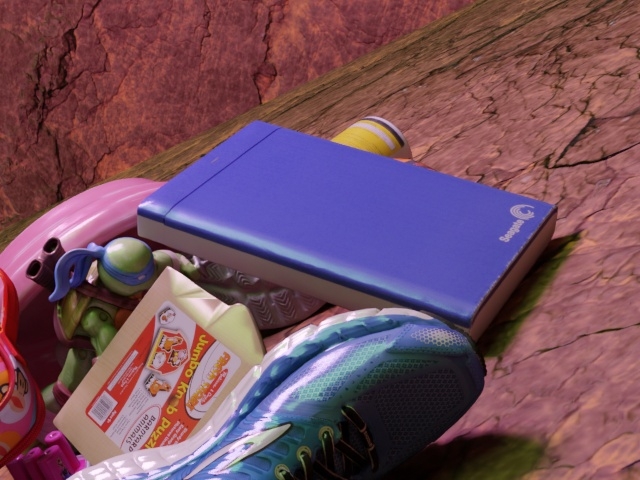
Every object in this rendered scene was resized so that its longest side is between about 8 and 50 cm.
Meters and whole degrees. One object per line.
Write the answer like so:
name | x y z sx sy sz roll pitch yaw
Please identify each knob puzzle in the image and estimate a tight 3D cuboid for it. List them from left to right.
knob puzzle | -0.112 0.138 0.969 0.213 0.030 0.213 -12 62 24

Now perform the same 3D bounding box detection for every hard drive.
hard drive | 0.027 -0.018 1.048 0.318 0.040 0.210 18 35 23

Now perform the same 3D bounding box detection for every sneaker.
sneaker | -0.028 0.167 0.738 0.330 0.130 0.147 -33 28 -6
sneaker | 0.000 0.000 1.288 0.321 0.125 0.180 -15 11 8

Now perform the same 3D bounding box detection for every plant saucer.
plant saucer | -0.254 0.046 1.300 0.332 0.084 0.332 -36 -20 -15

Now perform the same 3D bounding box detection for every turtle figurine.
turtle figurine | -0.166 0.109 1.142 0.274 0.198 0.266 1 -31 -35

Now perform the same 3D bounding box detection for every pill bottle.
pill bottle | 0.028 -0.077 1.498 0.184 0.103 0.103 -37 16 -35

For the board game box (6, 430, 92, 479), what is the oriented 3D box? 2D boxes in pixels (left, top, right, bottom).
board game box | -0.369 0.321 0.939 0.390 0.050 0.390 -29 13 -4

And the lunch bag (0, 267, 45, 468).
lunch bag | -0.395 0.105 1.059 0.258 0.293 0.120 -38 -26 -11
